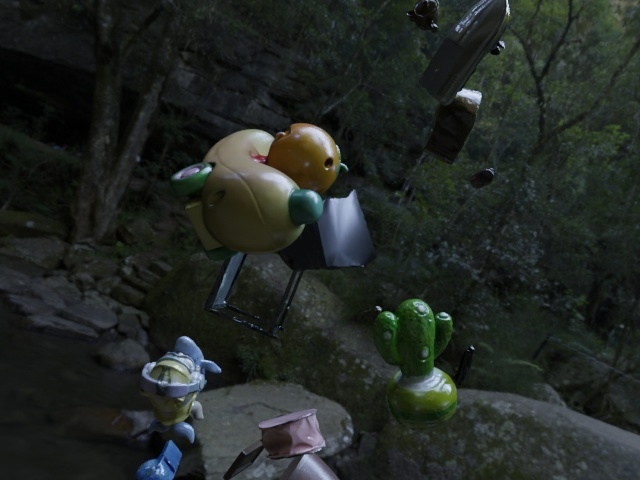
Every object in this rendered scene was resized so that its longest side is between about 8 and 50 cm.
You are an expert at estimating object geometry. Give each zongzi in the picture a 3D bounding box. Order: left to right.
[{"bbox_3d":[0.204,0.277,1.699,0.040,0.076,0.083,2,29,-29],"label":"zongzi"}]

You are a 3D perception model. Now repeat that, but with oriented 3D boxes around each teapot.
[{"bbox_3d":[0.278,-0.582,1.138,0.085,0.110,0.080,-17,-22,13],"label":"teapot"}]

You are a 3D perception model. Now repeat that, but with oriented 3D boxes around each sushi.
[{"bbox_3d":[0.000,0.000,1.214,0.212,0.215,0.227,-14,10,41],"label":"sushi"}]

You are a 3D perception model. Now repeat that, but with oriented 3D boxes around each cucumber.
[{"bbox_3d":[0.382,0.333,1.135,0.034,0.033,0.135,44,-37,37],"label":"cucumber"}]

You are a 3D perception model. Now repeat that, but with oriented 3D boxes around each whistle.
[{"bbox_3d":[-0.389,0.550,1.013,0.090,0.090,0.158,22,-1,-8],"label":"whistle"}]

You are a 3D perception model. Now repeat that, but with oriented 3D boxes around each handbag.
[{"bbox_3d":[-0.089,0.616,1.364,0.205,0.116,0.179,-7,-14,-24],"label":"handbag"}]

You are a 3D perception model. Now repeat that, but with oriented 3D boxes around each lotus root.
[{"bbox_3d":[0.406,-0.360,1.333,0.119,0.235,0.138,19,16,4],"label":"lotus root"}]

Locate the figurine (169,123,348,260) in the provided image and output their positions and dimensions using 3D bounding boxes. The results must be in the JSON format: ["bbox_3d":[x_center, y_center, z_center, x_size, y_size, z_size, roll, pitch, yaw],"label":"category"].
[{"bbox_3d":[-0.075,-0.094,0.616,0.324,0.222,0.124,-97,166,-60],"label":"figurine"}]

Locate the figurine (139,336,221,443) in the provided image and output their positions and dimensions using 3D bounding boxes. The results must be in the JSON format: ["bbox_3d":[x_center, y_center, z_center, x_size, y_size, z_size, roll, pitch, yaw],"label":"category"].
[{"bbox_3d":[-0.280,0.290,0.841,0.128,0.208,0.184,8,-1,6],"label":"figurine"}]

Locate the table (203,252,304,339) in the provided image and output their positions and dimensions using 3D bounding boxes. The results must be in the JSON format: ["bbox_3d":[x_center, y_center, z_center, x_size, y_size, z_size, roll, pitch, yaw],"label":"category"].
[{"bbox_3d":[-0.204,0.138,1.557,0.272,0.335,0.222,22,-3,5],"label":"table"}]

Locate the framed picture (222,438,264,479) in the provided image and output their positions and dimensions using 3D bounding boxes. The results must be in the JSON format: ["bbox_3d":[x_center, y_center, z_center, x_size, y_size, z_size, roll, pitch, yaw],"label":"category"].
[{"bbox_3d":[-0.263,0.782,1.545,0.023,0.128,0.168,38,9,22],"label":"framed picture"}]

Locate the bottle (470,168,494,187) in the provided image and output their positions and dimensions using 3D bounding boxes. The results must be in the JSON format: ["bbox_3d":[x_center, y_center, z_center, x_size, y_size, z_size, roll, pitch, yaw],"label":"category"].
[{"bbox_3d":[0.542,-0.208,1.434,0.060,0.060,0.164,19,6,9],"label":"bottle"}]

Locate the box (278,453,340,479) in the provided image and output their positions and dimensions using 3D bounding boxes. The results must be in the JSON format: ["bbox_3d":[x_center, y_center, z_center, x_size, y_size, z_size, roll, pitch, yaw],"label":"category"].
[{"bbox_3d":[-0.054,0.923,1.533,0.216,0.301,0.301,35,-8,10],"label":"box"}]

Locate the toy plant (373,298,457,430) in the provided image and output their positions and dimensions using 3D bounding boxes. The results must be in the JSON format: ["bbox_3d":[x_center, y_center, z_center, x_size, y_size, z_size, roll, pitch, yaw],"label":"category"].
[{"bbox_3d":[0.256,0.308,1.123,0.224,0.316,0.184,-13,13,-18],"label":"toy plant"}]

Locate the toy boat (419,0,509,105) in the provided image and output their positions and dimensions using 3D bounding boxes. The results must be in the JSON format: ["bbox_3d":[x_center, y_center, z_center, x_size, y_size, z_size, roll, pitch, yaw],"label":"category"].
[{"bbox_3d":[0.380,-0.479,1.099,0.141,0.269,0.141,35,26,-20],"label":"toy boat"}]
